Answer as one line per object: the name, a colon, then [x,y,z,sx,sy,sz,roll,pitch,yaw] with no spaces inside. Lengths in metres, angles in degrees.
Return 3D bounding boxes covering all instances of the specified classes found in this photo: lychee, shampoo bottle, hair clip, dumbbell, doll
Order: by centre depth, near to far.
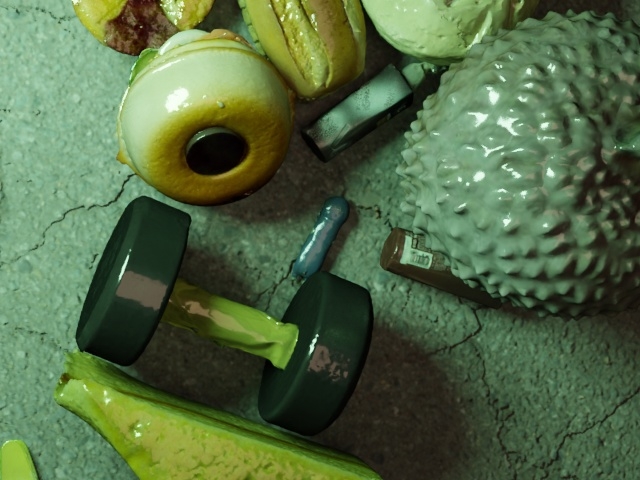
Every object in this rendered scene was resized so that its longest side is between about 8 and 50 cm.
lychee: [0.283,-0.089,1.744,0.380,0.432,0.380,2,87,-26]
dumbbell: [-0.116,0.095,1.789,0.322,0.204,0.204,23,90,-13]
hair clip: [-0.369,0.342,1.841,0.060,0.033,0.188,-10,97,-12]
shampoo bottle: [0.070,-0.181,1.880,0.207,0.057,0.063,-36,88,-10]
doll: [0.000,0.000,1.896,0.037,0.027,0.125,28,91,-12]
shampoo bottle: [0.198,0.039,1.921,0.236,0.067,0.068,17,110,-14]

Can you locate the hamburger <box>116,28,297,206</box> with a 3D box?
hamburger: [-0.135,-0.143,1.782,0.236,0.147,0.237,-9,132,-10]

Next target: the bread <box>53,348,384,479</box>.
bread: [-0.128,0.229,1.781,0.245,0.233,0.362,-38,100,-7]

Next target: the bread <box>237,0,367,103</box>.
bread: [-0.024,-0.291,1.826,0.140,0.106,0.236,-23,99,-11]

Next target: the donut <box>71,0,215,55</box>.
donut: [-0.217,-0.313,1.800,0.166,0.073,0.184,37,86,-11]

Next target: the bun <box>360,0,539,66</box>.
bun: [0.167,-0.345,1.820,0.259,0.152,0.259,1,86,-16]
